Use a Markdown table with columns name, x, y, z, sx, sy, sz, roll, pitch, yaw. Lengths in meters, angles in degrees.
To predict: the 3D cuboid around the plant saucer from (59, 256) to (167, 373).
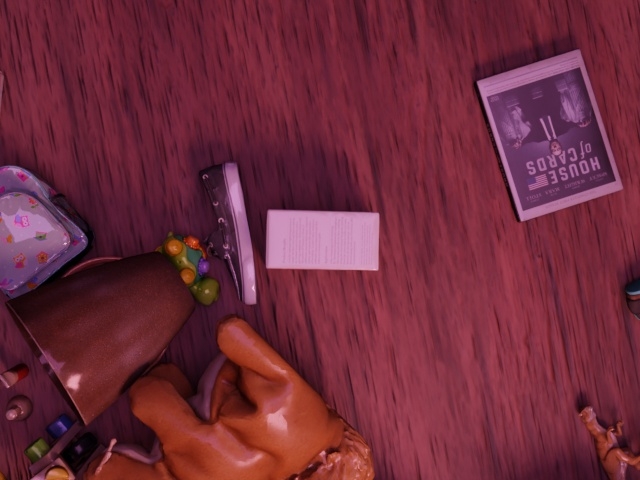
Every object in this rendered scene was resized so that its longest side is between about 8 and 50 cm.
| name | x | y | z | sx | sy | sz | roll | pitch | yaw |
| --- | --- | --- | --- | --- | --- | --- | --- | --- | --- |
| plant saucer | -0.329 | 0.124 | 1.869 | 0.200 | 0.037 | 0.200 | 0 | 89 | -2 |

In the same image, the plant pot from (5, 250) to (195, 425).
| name | x | y | z | sx | sy | sz | roll | pitch | yaw |
| --- | --- | --- | --- | --- | --- | --- | --- | --- | --- |
| plant pot | -0.309 | 0.122 | 1.765 | 0.230 | 0.215 | 0.215 | -33 | 91 | -17 |

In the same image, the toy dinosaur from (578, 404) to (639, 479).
| name | x | y | z | sx | sy | sz | roll | pitch | yaw |
| --- | --- | --- | --- | --- | --- | --- | --- | --- | --- |
| toy dinosaur | 0.475 | 0.357 | 1.912 | 0.112 | 0.064 | 0.211 | -16 | 91 | 25 |

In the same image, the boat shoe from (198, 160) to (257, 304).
| name | x | y | z | sx | sy | sz | roll | pitch | yaw |
| --- | --- | --- | --- | --- | --- | --- | --- | --- | --- |
| boat shoe | -0.147 | -0.009 | 1.860 | 0.076 | 0.080 | 0.229 | -10 | 88 | -1 |

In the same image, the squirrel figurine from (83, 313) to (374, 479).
| name | x | y | z | sx | sy | sz | roll | pitch | yaw |
| --- | --- | --- | --- | --- | --- | --- | --- | --- | --- |
| squirrel figurine | -0.140 | 0.352 | 1.754 | 0.397 | 0.281 | 0.370 | 45 | 83 | -7 |

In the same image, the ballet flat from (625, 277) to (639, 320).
| name | x | y | z | sx | sy | sz | roll | pitch | yaw |
| --- | --- | --- | --- | --- | --- | --- | --- | --- | --- |
| ballet flat | 0.621 | 0.049 | 1.903 | 0.280 | 0.095 | 0.096 | -32 | 101 | 7 |

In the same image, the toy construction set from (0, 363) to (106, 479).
| name | x | y | z | sx | sy | sz | roll | pitch | yaw |
| --- | --- | --- | --- | --- | --- | --- | --- | --- | --- |
| toy construction set | -0.449 | 0.347 | 1.760 | 0.257 | 0.237 | 0.309 | -13 | 90 | -3 |

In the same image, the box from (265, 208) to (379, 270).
| name | x | y | z | sx | sy | sz | roll | pitch | yaw |
| --- | --- | --- | --- | --- | --- | --- | --- | --- | --- |
| box | 0.000 | 0.000 | 1.842 | 0.170 | 0.130 | 0.091 | 1 | 90 | -3 |

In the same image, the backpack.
| name | x | y | z | sx | sy | sz | roll | pitch | yaw |
| --- | --- | --- | --- | --- | --- | --- | --- | --- | --- |
| backpack | -0.462 | -0.021 | 1.812 | 0.166 | 0.144 | 0.188 | -39 | 89 | 3 |

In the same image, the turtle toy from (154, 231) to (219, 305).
| name | x | y | z | sx | sy | sz | roll | pitch | yaw |
| --- | --- | --- | --- | --- | --- | --- | --- | --- | --- |
| turtle toy | -0.205 | 0.044 | 1.857 | 0.066 | 0.095 | 0.130 | -25 | 92 | -25 |

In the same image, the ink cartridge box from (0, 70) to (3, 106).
| name | x | y | z | sx | sy | sz | roll | pitch | yaw |
| --- | --- | --- | --- | --- | --- | --- | --- | --- | --- |
| ink cartridge box | -0.577 | -0.182 | 1.855 | 0.145 | 0.045 | 0.179 | 5 | 87 | -3 |

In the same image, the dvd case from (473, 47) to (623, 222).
| name | x | y | z | sx | sy | sz | roll | pitch | yaw |
| --- | --- | --- | --- | --- | --- | --- | --- | --- | --- |
| dvd case | 0.366 | -0.168 | 1.915 | 0.179 | 0.029 | 0.239 | -18 | 90 | -3 |
